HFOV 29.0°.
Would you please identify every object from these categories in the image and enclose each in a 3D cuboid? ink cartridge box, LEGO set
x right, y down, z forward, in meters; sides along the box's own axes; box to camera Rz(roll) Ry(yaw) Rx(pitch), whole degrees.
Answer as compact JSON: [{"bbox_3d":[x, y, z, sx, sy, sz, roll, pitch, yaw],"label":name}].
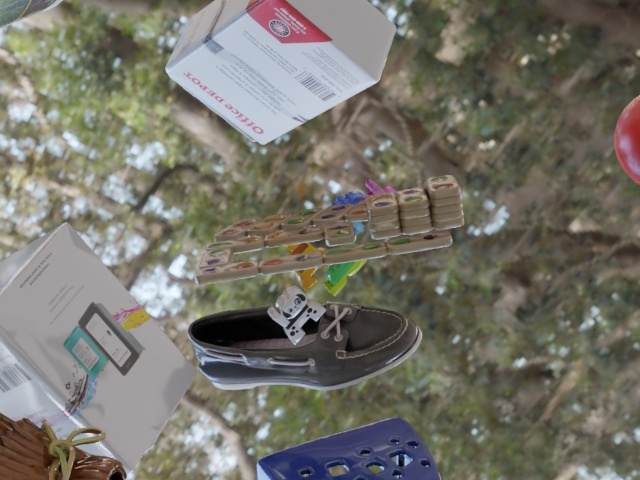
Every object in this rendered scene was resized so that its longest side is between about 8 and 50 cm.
[{"bbox_3d":[-0.340,0.162,1.583,0.270,0.198,0.197,52,-141,-17],"label":"ink cartridge box"},{"bbox_3d":[-0.061,-0.272,1.760,0.197,0.273,0.114,37,-127,-25],"label":"ink cartridge box"},{"bbox_3d":[0.000,0.000,1.474,0.093,0.227,0.087,38,-174,-34],"label":"LEGO set"}]

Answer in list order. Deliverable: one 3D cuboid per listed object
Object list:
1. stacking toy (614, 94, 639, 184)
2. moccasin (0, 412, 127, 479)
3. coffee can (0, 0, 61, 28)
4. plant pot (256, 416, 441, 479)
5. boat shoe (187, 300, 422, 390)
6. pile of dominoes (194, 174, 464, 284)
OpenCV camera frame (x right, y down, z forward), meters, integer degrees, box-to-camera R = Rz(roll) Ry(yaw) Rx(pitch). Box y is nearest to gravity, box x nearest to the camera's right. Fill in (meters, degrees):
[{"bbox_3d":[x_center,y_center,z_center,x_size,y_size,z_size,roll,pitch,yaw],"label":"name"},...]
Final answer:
[{"bbox_3d":[0.319,0.021,0.969,0.141,0.141,0.330,4,-126,-36],"label":"stacking toy"},{"bbox_3d":[-0.217,0.240,1.104,0.380,0.147,0.139,40,-159,1],"label":"moccasin"},{"bbox_3d":[-0.394,-0.272,1.173,0.201,0.201,0.275,40,-137,10],"label":"coffee can"},{"bbox_3d":[0.066,0.401,1.642,0.236,0.236,0.212,-13,-156,-24],"label":"plant pot"},{"bbox_3d":[-0.032,0.133,1.651,0.095,0.335,0.112,58,-144,-33],"label":"boat shoe"},{"bbox_3d":[0.008,-0.022,1.187,0.251,0.040,0.196,-9,-165,1],"label":"pile of dominoes"}]
